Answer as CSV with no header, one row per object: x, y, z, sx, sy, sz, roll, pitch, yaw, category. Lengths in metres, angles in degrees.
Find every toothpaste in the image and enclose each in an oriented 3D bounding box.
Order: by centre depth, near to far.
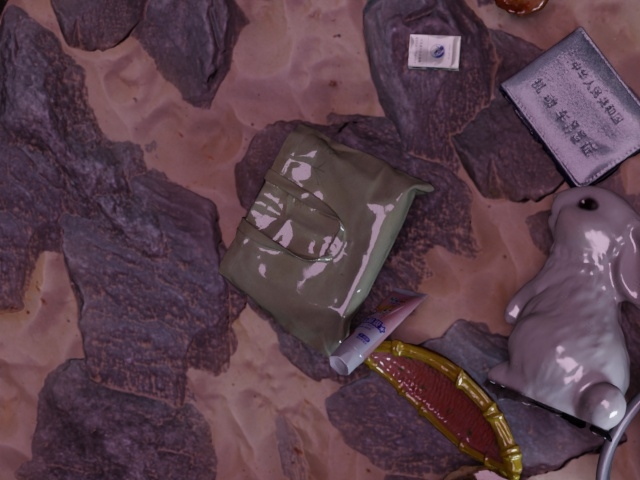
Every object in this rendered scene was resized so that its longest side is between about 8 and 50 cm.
0.087,0.134,1.536,0.067,0.194,0.043,9,129,41,toothpaste

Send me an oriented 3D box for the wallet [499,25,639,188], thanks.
0.409,-0.205,1.565,0.167,0.036,0.222,-35,82,6,wallet

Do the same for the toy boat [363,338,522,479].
0.191,0.246,1.530,0.318,0.099,0.141,37,137,21,toy boat

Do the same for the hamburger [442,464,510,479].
0.239,0.493,1.506,0.259,0.144,0.283,43,90,4,hamburger

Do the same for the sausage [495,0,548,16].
0.378,-0.506,1.558,0.097,0.094,0.349,28,93,23,sausage

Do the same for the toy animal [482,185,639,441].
0.395,0.097,1.476,0.257,0.194,0.358,18,84,46,toy animal

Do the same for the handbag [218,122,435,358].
-0.002,-0.005,1.586,0.253,0.109,0.316,29,92,14,handbag

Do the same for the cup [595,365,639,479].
0.551,0.300,1.423,0.322,0.237,0.327,-8,87,15,cup

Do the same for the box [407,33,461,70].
0.184,-0.304,1.612,0.083,0.024,0.054,4,86,10,box
